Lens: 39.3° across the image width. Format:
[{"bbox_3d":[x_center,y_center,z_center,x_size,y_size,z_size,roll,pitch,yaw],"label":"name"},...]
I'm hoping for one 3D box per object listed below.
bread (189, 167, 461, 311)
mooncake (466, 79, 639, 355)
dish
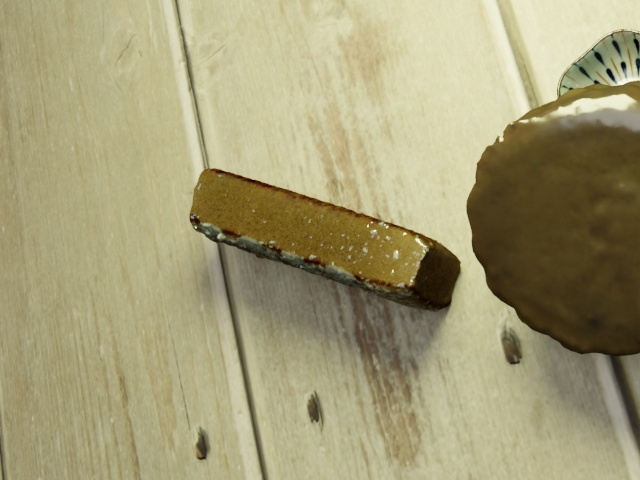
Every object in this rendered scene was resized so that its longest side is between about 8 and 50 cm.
[{"bbox_3d":[0.000,0.000,1.338,0.416,0.165,0.113,18,89,33],"label":"bread"},{"bbox_3d":[0.351,-0.034,1.077,0.324,0.187,0.324,10,111,29],"label":"mooncake"},{"bbox_3d":[0.411,-0.180,1.183,0.191,0.066,0.190,-4,82,29],"label":"dish"}]
